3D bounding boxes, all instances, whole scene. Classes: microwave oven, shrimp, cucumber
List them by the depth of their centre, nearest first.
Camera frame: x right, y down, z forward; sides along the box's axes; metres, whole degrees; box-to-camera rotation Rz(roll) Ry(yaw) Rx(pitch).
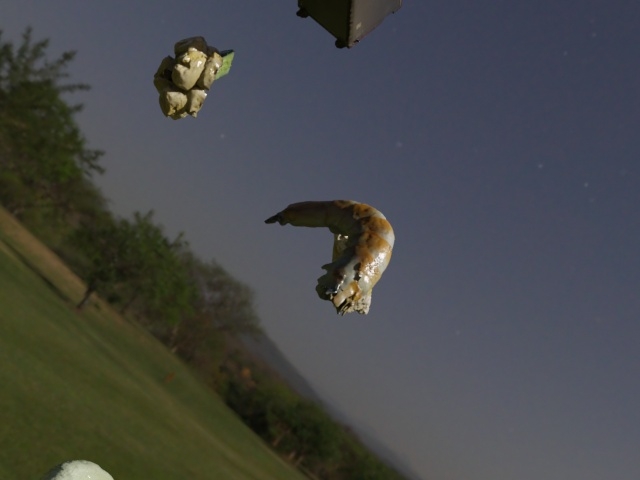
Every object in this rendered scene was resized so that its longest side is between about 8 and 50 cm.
[{"bbox_3d":[0.033,-0.004,1.676,0.287,0.185,0.068,53,-16,40],"label":"shrimp"},{"bbox_3d":[0.054,-0.554,1.916,0.188,0.178,0.247,41,-19,15],"label":"microwave oven"},{"bbox_3d":[-0.313,-0.447,2.419,0.062,0.211,0.078,33,-50,18],"label":"cucumber"}]

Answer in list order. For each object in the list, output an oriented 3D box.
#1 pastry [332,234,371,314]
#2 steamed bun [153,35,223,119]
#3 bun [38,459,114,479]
[{"bbox_3d":[0.069,0.062,2.020,0.089,0.121,0.258,2,-35,2],"label":"pastry"},{"bbox_3d":[-0.295,-0.346,2.003,0.106,0.192,0.177,26,24,-18],"label":"steamed bun"},{"bbox_3d":[-0.490,0.531,1.804,0.127,0.212,0.204,-9,-32,33],"label":"bun"}]
